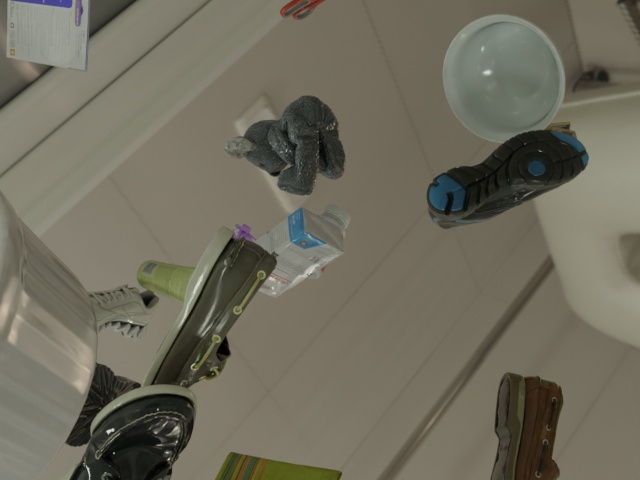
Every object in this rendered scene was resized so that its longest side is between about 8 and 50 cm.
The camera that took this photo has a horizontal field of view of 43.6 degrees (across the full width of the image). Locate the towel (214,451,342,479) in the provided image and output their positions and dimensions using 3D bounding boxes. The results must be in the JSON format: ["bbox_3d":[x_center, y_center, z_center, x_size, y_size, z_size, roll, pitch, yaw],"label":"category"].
[{"bbox_3d":[-0.081,0.395,1.271,0.237,0.102,0.021,-4,138,38],"label":"towel"}]

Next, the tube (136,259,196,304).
[{"bbox_3d":[-0.273,0.085,1.548,0.240,0.062,0.070,9,125,49],"label":"tube"}]

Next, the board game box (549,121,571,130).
[{"bbox_3d":[0.620,-0.279,2.264,0.170,0.141,0.048,-2,121,23],"label":"board game box"}]

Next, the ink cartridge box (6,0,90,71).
[{"bbox_3d":[-0.463,-0.408,1.396,0.208,0.045,0.206,16,107,29],"label":"ink cartridge box"}]

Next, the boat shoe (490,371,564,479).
[{"bbox_3d":[0.337,0.372,1.291,0.104,0.308,0.111,10,169,-2],"label":"boat shoe"}]

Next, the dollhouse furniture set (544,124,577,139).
[{"bbox_3d":[0.579,-0.232,2.095,0.144,0.151,0.123,67,168,-21],"label":"dollhouse furniture set"}]

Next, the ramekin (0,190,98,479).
[{"bbox_3d":[-0.305,0.092,0.605,0.277,0.277,0.135,24,161,39],"label":"ramekin"}]

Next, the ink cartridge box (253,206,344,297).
[{"bbox_3d":[-0.058,0.025,1.446,0.180,0.060,0.104,-34,136,30],"label":"ink cartridge box"}]

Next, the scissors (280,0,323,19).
[{"bbox_3d":[0.024,-0.686,2.204,0.297,0.109,0.021,-23,78,26],"label":"scissors"}]

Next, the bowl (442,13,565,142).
[{"bbox_3d":[0.444,-0.386,1.853,0.297,0.134,0.298,19,123,31],"label":"bowl"}]

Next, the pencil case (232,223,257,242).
[{"bbox_3d":[-0.207,0.064,1.685,0.086,0.206,0.088,30,167,26],"label":"pencil case"}]

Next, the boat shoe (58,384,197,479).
[{"bbox_3d":[-0.248,0.303,0.990,0.127,0.113,0.340,21,129,-33],"label":"boat shoe"}]

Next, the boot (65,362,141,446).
[{"bbox_3d":[-0.594,0.234,1.469,0.445,0.146,0.367,19,165,10],"label":"boot"}]

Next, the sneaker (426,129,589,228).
[{"bbox_3d":[0.374,-0.122,1.631,0.140,0.340,0.125,73,179,-69],"label":"sneaker"}]

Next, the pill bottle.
[{"bbox_3d":[0.000,0.000,1.766,0.087,0.160,0.087,27,154,15],"label":"pill bottle"}]

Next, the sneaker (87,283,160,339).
[{"bbox_3d":[-0.481,0.147,1.817,0.110,0.118,0.292,45,-168,25],"label":"sneaker"}]

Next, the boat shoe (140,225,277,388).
[{"bbox_3d":[-0.158,0.131,1.058,0.091,0.305,0.109,26,-165,-3],"label":"boat shoe"}]

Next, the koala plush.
[{"bbox_3d":[-0.086,-0.218,1.777,0.221,0.196,0.203,4,111,34],"label":"koala plush"}]
